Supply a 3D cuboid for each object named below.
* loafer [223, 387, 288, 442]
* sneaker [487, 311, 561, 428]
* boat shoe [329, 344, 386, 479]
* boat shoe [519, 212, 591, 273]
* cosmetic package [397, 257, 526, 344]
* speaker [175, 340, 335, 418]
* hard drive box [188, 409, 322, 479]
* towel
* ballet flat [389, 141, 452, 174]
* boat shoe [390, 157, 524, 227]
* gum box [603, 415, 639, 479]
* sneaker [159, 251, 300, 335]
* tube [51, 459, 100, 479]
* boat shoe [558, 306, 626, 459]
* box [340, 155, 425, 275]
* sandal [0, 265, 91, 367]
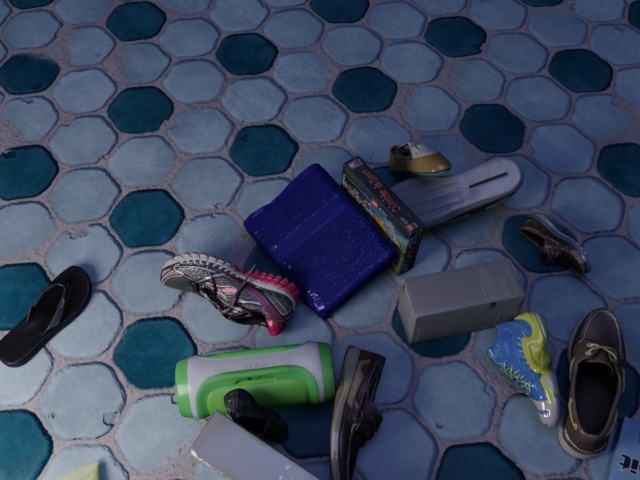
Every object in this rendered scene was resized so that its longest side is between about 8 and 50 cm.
[{"bbox_3d":[-0.118,0.341,1.364,0.062,0.170,0.061,-36,38,15],"label":"loafer"},{"bbox_3d":[0.404,0.262,1.470,0.126,0.091,0.240,-10,56,16],"label":"sneaker"},{"bbox_3d":[0.073,0.333,1.403,0.092,0.102,0.285,4,51,9],"label":"boat shoe"},{"bbox_3d":[0.519,0.019,1.634,0.066,0.066,0.183,-31,52,-13],"label":"boat shoe"},{"bbox_3d":[0.287,0.127,1.522,0.238,0.127,0.107,-14,57,-7],"label":"cosmetic package"},{"bbox_3d":[-0.125,0.270,1.428,0.297,0.131,0.131,-6,57,-4],"label":"speaker"},{"bbox_3d":[-0.099,0.414,1.295,0.232,0.181,0.089,28,71,17],"label":"hard drive box"},{"bbox_3d":[0.000,0.000,1.629,0.228,0.076,0.308,-40,64,-1],"label":"towel"},{"bbox_3d":[0.218,-0.189,1.683,0.080,0.232,0.073,-18,102,-21],"label":"ballet flat"},{"bbox_3d":[0.299,-0.088,1.673,0.335,0.119,0.121,-13,69,14],"label":"boat shoe"},{"bbox_3d":[0.615,0.442,1.362,0.157,0.041,0.184,22,60,14],"label":"gum box"},{"bbox_3d":[-0.199,0.108,1.541,0.299,0.121,0.112,14,61,9],"label":"sneaker"},{"bbox_3d":[-0.414,0.516,1.310,0.070,0.062,0.240,11,39,-43],"label":"tube"},{"bbox_3d":[0.544,0.263,1.447,0.117,0.096,0.324,18,58,12],"label":"boat shoe"},{"bbox_3d":[0.128,-0.054,1.620,0.044,0.159,0.233,-28,61,-23],"label":"box"},{"bbox_3d":[-0.576,0.155,1.548,0.097,0.054,0.254,24,60,15],"label":"sandal"}]
